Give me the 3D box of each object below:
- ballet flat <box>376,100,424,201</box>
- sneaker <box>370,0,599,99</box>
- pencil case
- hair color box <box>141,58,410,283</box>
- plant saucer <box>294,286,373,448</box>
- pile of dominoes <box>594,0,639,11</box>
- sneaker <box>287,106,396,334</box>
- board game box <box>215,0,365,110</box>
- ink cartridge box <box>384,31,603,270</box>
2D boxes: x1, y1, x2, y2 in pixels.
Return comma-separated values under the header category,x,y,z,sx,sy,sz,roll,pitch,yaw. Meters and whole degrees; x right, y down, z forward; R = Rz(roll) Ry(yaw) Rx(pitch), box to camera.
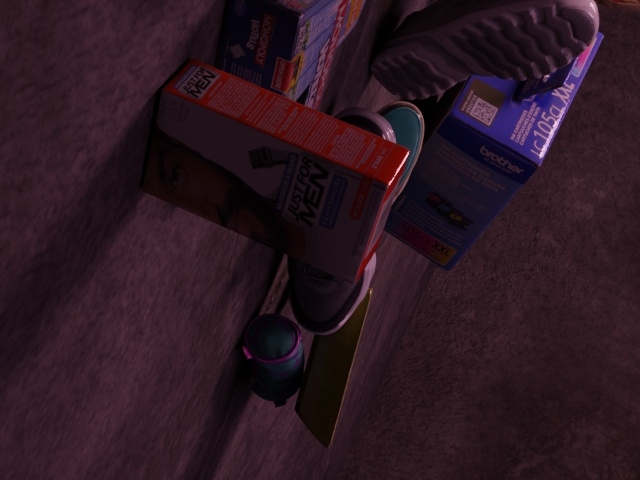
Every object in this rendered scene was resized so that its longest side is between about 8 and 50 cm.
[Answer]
category,x,y,z,sx,sy,sz,roll,pitch,yaw
ballet flat,0.048,-0.055,1.743,0.248,0.086,0.086,-65,171,3
sneaker,0.176,-0.240,1.565,0.105,0.281,0.115,43,56,-37
pencil case,-0.054,0.136,1.649,0.070,0.064,0.151,-24,158,-10
hair color box,-0.033,-0.048,1.000,0.053,0.167,0.093,-56,167,-49
plant saucer,0.009,0.144,1.702,0.188,0.045,0.188,127,-22,-84
pile of dominoes,0.317,-0.293,1.595,0.196,0.251,0.040,-7,113,-38
sneaker,0.000,0.000,1.523,0.153,0.101,0.268,-47,153,-60
board game box,-0.019,-0.155,1.143,0.194,0.060,0.194,-55,166,-45
ink cartridge box,0.242,-0.168,2.039,0.270,0.151,0.395,-60,180,-31
